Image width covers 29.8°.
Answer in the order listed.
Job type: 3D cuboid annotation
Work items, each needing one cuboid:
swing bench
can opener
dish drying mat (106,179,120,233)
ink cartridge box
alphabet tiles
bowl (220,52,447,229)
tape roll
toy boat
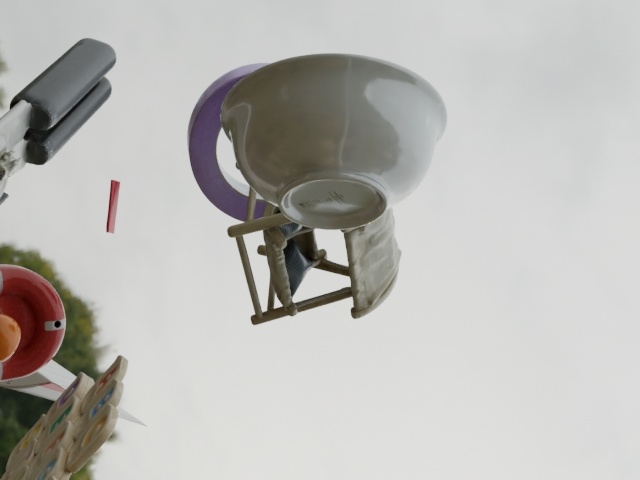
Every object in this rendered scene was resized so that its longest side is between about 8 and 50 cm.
[{"bbox_3d":[0.000,0.000,1.936,0.253,0.254,0.165,80,11,-51],"label":"swing bench"},{"bbox_3d":[-0.275,-0.115,1.109,0.093,0.280,0.074,23,-55,8],"label":"can opener"},{"bbox_3d":[-0.328,-0.053,1.894,0.032,0.008,0.083,20,77,-81],"label":"dish drying mat"},{"bbox_3d":[-0.379,0.217,1.720,0.224,0.181,0.056,31,-94,22],"label":"ink cartridge box"},{"bbox_3d":[-0.301,0.247,1.254,0.278,0.021,0.284,-46,-164,12],"label":"alphabet tiles"},{"bbox_3d":[0.017,-0.104,1.550,0.298,0.297,0.134,-43,-140,53],"label":"bowl"},{"bbox_3d":[-0.096,-0.170,2.118,0.090,0.274,0.275,-117,-157,-69],"label":"tape roll"},{"bbox_3d":[-0.413,0.111,1.464,0.151,0.231,0.151,10,-78,48],"label":"toy boat"}]
